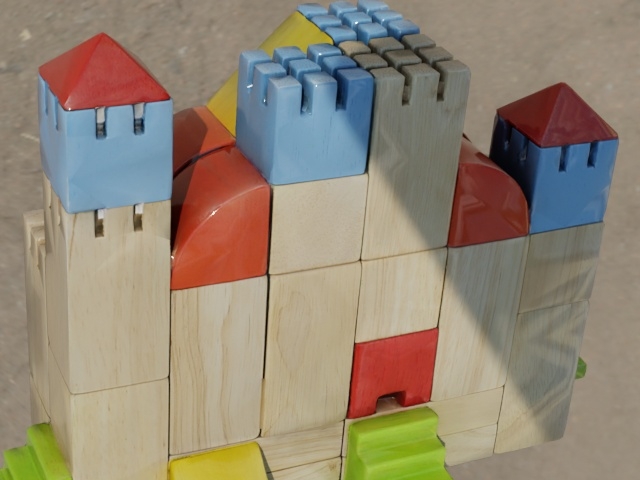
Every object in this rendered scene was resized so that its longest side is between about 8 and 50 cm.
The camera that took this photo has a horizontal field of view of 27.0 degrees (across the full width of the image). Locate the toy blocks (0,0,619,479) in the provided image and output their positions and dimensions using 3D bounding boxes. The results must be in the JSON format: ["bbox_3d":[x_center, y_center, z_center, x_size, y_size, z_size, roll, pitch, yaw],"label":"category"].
[{"bbox_3d":[0.000,0.000,0.686,0.382,0.191,0.260,-8,121,-23],"label":"toy blocks"}]
